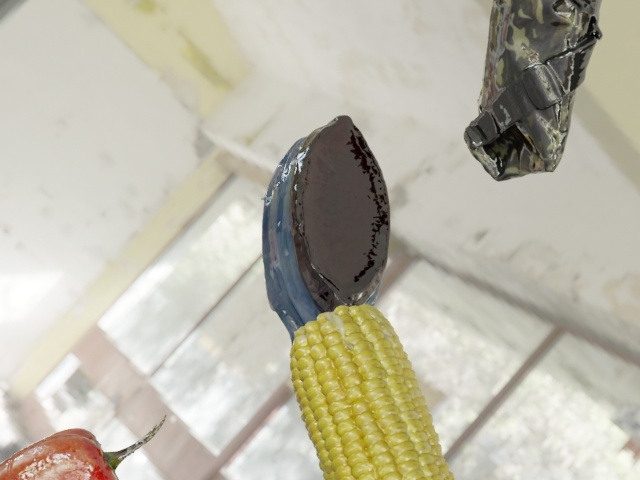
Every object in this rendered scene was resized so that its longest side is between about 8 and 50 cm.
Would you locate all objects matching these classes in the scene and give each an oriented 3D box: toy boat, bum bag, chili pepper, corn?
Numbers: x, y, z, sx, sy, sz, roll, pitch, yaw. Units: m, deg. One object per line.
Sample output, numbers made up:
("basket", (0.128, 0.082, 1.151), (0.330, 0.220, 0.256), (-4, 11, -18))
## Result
("toy boat", (0.000, 0.000, 1.486), (0.129, 0.309, 0.142), (14, -40, -16))
("bum bag", (0.146, -0.149, 0.954), (0.102, 0.069, 0.248), (32, -55, 42))
("chili pepper", (-0.211, 0.204, 1.239), (0.086, 0.192, 0.084), (61, -5, -35))
("corn", (0.047, 0.164, 1.063), (0.093, 0.093, 0.244), (55, 12, -65))
